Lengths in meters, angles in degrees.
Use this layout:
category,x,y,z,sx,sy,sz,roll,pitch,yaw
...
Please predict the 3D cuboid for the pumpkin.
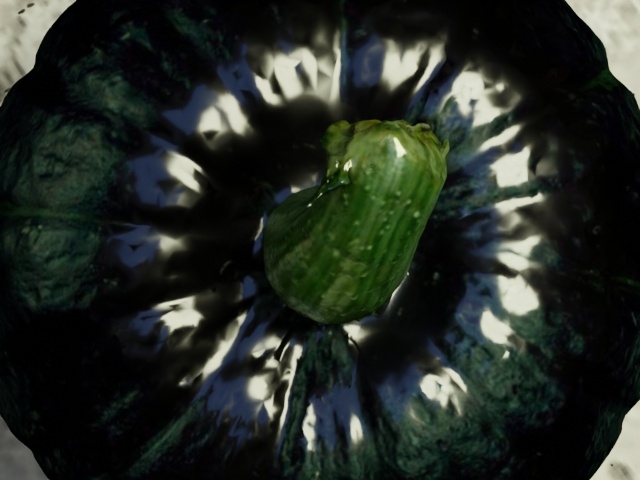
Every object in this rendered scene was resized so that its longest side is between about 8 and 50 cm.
category,x,y,z,sx,sy,sz,roll,pitch,yaw
pumpkin,0.000,0.000,0.563,0.248,0.248,0.248,0,74,-1
